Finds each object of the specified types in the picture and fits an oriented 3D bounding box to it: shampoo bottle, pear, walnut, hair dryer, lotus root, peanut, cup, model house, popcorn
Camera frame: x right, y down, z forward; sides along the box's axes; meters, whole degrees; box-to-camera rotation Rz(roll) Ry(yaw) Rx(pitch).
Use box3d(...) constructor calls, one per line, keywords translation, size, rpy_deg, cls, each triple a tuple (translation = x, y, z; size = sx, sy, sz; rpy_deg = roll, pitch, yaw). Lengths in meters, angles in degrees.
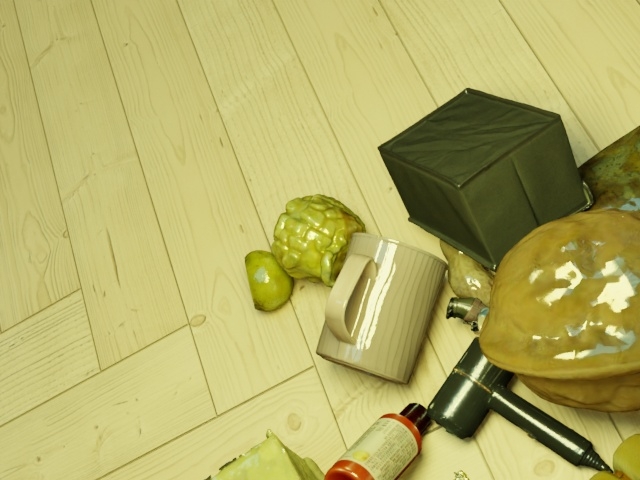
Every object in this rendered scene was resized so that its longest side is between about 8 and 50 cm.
box3d(translation=(0.123, 0.400, 1.836), size=(0.104, 0.104, 0.278), rpy_deg=(15, 30, 30), cls="shampoo bottle")
box3d(translation=(-0.112, 0.087, 2.168), size=(0.104, 0.141, 0.141), rpy_deg=(-8, 60, -4), cls="pear")
box3d(translation=(0.482, 0.118, 1.681), size=(0.384, 0.383, 0.383), rpy_deg=(-11, 61, 20), cls="walnut")
box3d(translation=(0.383, 0.351, 1.823), size=(0.352, 0.107, 0.189), rpy_deg=(34, 85, 28), cls="hair dryer")
box3d(translation=(0.580, -0.075, 1.913), size=(0.260, 0.149, 0.267), rpy_deg=(-29, 54, 9), cls="lotus root")
box3d(translation=(0.309, 0.046, 2.012), size=(0.104, 0.085, 0.227), rpy_deg=(-12, 62, 9), cls="peanut")
box3d(translation=(0.123, 0.131, 1.931), size=(0.208, 0.288, 0.273), rpy_deg=(19, 82, 3), cls="cup")
box3d(translation=(-0.068, 0.568, 1.812), size=(0.261, 0.266, 0.321), rpy_deg=(-36, 56, 6), cls="model house")
box3d(translation=(0.007, 0.006, 2.098), size=(0.217, 0.235, 0.181), rpy_deg=(38, 113, 38), cls="popcorn")

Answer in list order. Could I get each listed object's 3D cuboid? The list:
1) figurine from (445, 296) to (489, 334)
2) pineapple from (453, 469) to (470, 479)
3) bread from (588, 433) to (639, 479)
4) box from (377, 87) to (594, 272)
box3d(translation=(0.343, 0.163, 1.899), size=(0.196, 0.114, 0.108), rpy_deg=(14, 66, 9), cls="figurine")
box3d(translation=(0.277, 0.479, 1.847), size=(0.045, 0.019, 0.083), rpy_deg=(-37, 58, 0), cls="pineapple")
box3d(translation=(0.604, 0.440, 1.604), size=(0.341, 0.210, 0.300), rpy_deg=(-40, 53, 2), cls="bread")
box3d(translation=(0.316, -0.131, 1.918), size=(0.251, 0.204, 0.345), rpy_deg=(-33, 28, -12), cls="box")
